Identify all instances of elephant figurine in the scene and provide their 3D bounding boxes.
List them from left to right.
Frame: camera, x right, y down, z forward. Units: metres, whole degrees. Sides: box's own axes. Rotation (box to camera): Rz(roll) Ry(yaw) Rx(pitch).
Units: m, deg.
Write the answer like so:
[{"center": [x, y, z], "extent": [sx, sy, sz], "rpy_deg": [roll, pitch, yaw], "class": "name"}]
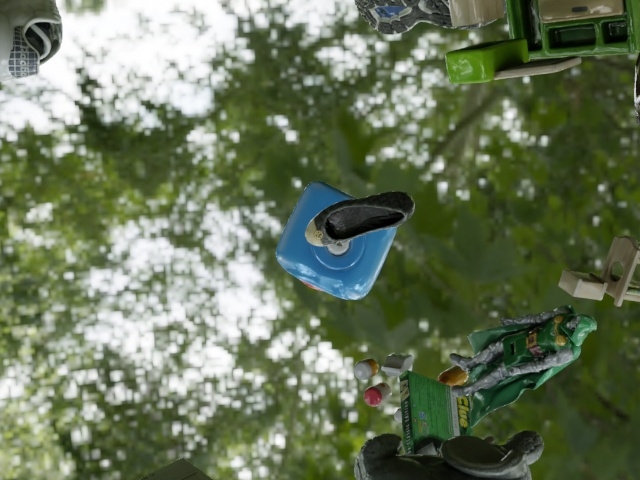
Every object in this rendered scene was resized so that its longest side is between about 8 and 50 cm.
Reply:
[{"center": [0.166, 0.276, 1.389], "extent": [0.239, 0.169, 0.186], "rpy_deg": [-7, -126, -8], "class": "elephant figurine"}]

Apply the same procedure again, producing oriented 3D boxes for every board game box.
[{"center": [0.189, 0.338, 1.976], "extent": [0.136, 0.030, 0.259], "rpy_deg": [22, -132, -27], "class": "board game box"}]

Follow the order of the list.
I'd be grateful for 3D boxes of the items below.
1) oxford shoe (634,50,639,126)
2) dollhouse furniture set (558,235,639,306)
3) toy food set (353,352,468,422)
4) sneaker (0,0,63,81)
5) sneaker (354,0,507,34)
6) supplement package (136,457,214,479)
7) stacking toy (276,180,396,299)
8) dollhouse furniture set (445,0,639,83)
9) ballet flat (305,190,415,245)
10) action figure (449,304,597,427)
[{"center": [0.318, -0.121, 1.093], "extent": [0.083, 0.096, 0.227], "rpy_deg": [16, -146, 0], "class": "oxford shoe"}, {"center": [0.477, 0.061, 1.833], "extent": [0.182, 0.101, 0.161], "rpy_deg": [8, -162, -29], "class": "dollhouse furniture set"}, {"center": [0.160, 0.287, 2.439], "extent": [0.232, 0.111, 0.104], "rpy_deg": [6, -170, 27], "class": "toy food set"}, {"center": [-0.313, -0.229, 1.334], "extent": [0.095, 0.090, 0.235], "rpy_deg": [4, -146, 4], "class": "sneaker"}, {"center": [0.209, -0.449, 2.160], "extent": [0.330, 0.130, 0.147], "rpy_deg": [6, -125, 46], "class": "sneaker"}, {"center": [-0.231, 0.474, 2.204], "extent": [0.105, 0.105, 0.179], "rpy_deg": [-23, -154, -29], "class": "supplement package"}, {"center": [0.000, 0.000, 2.194], "extent": [0.175, 0.165, 0.302], "rpy_deg": [26, 177, -11], "class": "stacking toy"}, {"center": [0.223, -0.331, 1.326], "extent": [0.151, 0.301, 0.197], "rpy_deg": [0, -165, 39], "class": "dollhouse furniture set"}, {"center": [0.051, -0.030, 1.762], "extent": [0.173, 0.057, 0.049], "rpy_deg": [-19, -166, 25], "class": "ballet flat"}, {"center": [0.263, 0.141, 1.621], "extent": [0.063, 0.137, 0.232], "rpy_deg": [19, 144, -34], "class": "action figure"}]
